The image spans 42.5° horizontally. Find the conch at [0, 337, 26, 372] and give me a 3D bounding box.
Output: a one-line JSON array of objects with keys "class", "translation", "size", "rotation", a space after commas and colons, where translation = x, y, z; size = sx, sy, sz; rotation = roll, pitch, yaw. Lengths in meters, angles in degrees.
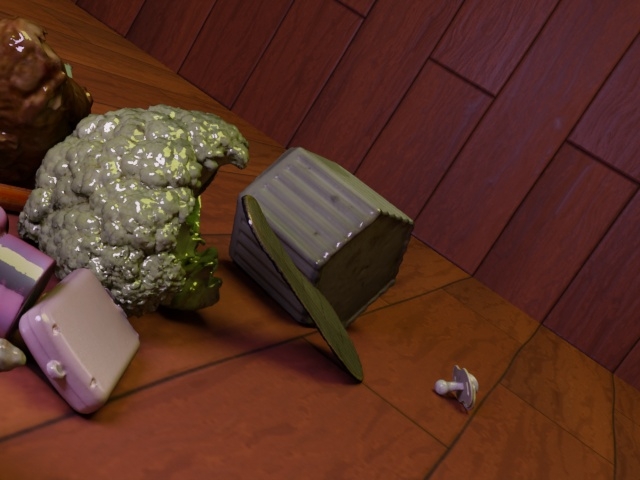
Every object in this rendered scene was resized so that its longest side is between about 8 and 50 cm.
[{"class": "conch", "translation": [-0.292, 0.075, 0.460], "size": [0.234, 0.114, 0.137], "rotation": [-14, 22, -23]}]

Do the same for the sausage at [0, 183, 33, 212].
[{"class": "sausage", "translation": [-0.353, -0.048, 0.963], "size": [0.031, 0.031, 0.107], "rotation": [38, 14, 28]}]

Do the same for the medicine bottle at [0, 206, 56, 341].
[{"class": "medicine bottle", "translation": [-0.319, 0.004, 0.670], "size": [0.188, 0.094, 0.119], "rotation": [30, 13, -9]}]

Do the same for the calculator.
[{"class": "calculator", "translation": [-0.205, 0.083, 0.717], "size": [0.100, 0.032, 0.175], "rotation": [59, 7, -11]}]

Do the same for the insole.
[{"class": "insole", "translation": [-0.012, 0.071, 1.033], "size": [0.348, 0.009, 0.119], "rotation": [57, 10, -40]}]

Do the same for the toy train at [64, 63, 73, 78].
[{"class": "toy train", "translation": [-0.484, -0.253, 1.203], "size": [0.285, 0.116, 0.177], "rotation": [21, 29, -42]}]

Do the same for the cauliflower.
[{"class": "cauliflower", "translation": [-0.197, -0.024, 0.941], "size": [0.272, 0.275, 0.250], "rotation": [10, -45, 41]}]

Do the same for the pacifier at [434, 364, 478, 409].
[{"class": "pacifier", "translation": [0.207, 0.230, 1.271], "size": [0.064, 0.068, 0.083], "rotation": [-4, 0, -9]}]

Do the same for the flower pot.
[{"class": "flower pot", "translation": [0.000, 0.000, 1.256], "size": [0.190, 0.209, 0.239], "rotation": [40, 12, 29]}]

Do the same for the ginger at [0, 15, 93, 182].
[{"class": "ginger", "translation": [-0.359, -0.156, 0.999], "size": [0.165, 0.172, 0.321], "rotation": [0, 1, -22]}]
